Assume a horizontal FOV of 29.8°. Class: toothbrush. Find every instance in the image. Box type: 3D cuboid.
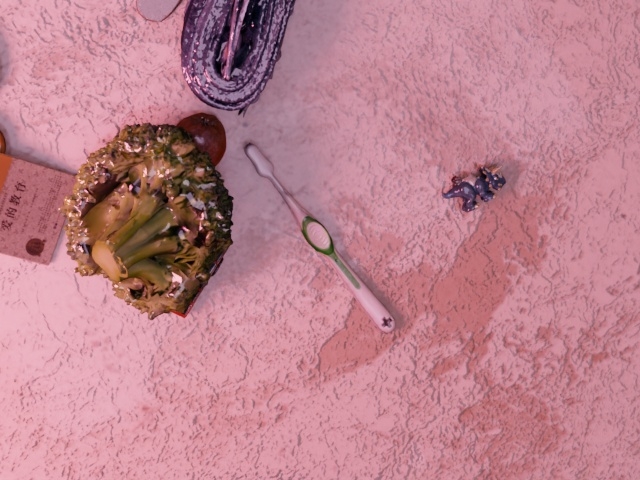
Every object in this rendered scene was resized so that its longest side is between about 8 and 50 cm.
[{"bbox_3d":[0.000,0.000,1.499,0.030,0.030,0.304,-38,103,1],"label":"toothbrush"}]

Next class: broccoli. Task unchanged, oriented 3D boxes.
[{"bbox_3d":[-0.197,-0.026,1.384,0.198,0.226,0.176,28,69,-2],"label":"broccoli"}]

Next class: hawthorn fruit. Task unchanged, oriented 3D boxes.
[{"bbox_3d":[-0.151,-0.104,1.452,0.067,0.067,0.103,18,125,-10],"label":"hawthorn fruit"}]

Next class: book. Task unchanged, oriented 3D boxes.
[{"bbox_3d":[-0.384,-0.045,1.424,0.172,0.012,0.118,17,98,-29],"label":"book"}]

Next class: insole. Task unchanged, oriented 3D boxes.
[{"bbox_3d":[-0.164,-0.348,1.421,0.063,0.010,0.192,29,95,-12],"label":"insole"}]

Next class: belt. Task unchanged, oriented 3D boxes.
[{"bbox_3d":[-0.095,-0.257,1.386,0.122,0.128,0.218,16,97,-9],"label":"belt"}]

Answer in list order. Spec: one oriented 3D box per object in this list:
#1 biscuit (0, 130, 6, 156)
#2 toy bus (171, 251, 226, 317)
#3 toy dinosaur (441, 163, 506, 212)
[{"bbox_3d":[-0.472,-0.154,1.406,0.202,0.044,0.288,-9,100,-5],"label":"biscuit"},{"bbox_3d":[-0.156,0.041,1.487,0.043,0.031,0.110,31,97,-14],"label":"toy bus"},{"bbox_3d":[0.193,-0.067,1.509,0.083,0.030,0.047,-28,102,-2],"label":"toy dinosaur"}]
